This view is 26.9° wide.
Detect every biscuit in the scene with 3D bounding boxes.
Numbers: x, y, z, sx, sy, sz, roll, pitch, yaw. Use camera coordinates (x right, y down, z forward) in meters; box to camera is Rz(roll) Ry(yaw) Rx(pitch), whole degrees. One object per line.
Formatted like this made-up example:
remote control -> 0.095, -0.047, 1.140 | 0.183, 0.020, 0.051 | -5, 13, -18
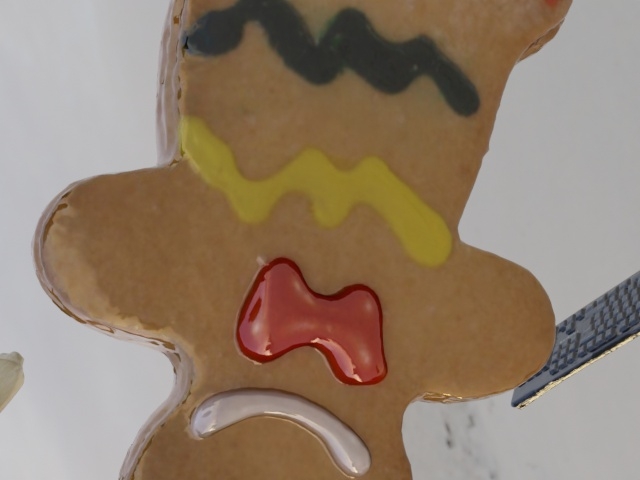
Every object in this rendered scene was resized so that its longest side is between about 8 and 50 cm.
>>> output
biscuit -> 0.000, 0.000, 0.403 | 0.036, 0.165, 0.250 | 162, 121, -72

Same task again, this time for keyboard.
keyboard -> 0.155, 0.039, 0.693 | 0.010, 0.155, 0.053 | 39, -140, -13

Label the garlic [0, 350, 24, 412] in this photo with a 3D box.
garlic -> -0.230, 0.151, 0.728 | 0.199, 0.226, 0.199 | 33, 153, 19
